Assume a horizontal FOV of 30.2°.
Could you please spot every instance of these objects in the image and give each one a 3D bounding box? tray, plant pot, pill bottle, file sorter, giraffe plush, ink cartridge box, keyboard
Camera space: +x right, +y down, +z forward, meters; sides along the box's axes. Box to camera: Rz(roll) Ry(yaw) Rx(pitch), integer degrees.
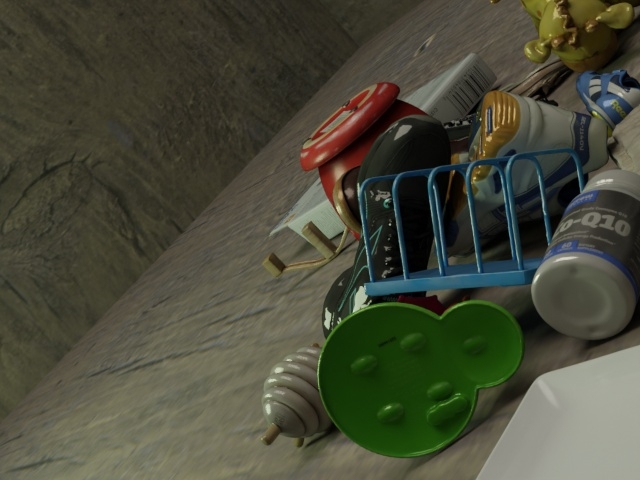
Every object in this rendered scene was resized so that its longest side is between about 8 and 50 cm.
[{"bbox_3d":[0.200,0.111,0.707,0.270,0.030,0.145,-29,17,52],"label":"tray"},{"bbox_3d":[0.084,-0.107,1.600,0.191,0.174,0.191,-38,11,9],"label":"plant pot"},{"bbox_3d":[0.218,0.007,0.918,0.078,0.078,0.137,-33,15,41],"label":"pill bottle"},{"bbox_3d":[0.132,-0.015,1.018,0.170,0.104,0.118,-7,1,44],"label":"file sorter"},{"bbox_3d":[0.328,-0.289,1.509,0.181,0.210,0.170,-49,33,33],"label":"giraffe plush"},{"bbox_3d":[0.097,-0.131,1.924,0.324,0.071,0.330,-49,10,-30],"label":"ink cartridge box"},{"bbox_3d":[0.180,-0.131,1.287,0.108,0.023,0.180,-13,5,31],"label":"keyboard"}]

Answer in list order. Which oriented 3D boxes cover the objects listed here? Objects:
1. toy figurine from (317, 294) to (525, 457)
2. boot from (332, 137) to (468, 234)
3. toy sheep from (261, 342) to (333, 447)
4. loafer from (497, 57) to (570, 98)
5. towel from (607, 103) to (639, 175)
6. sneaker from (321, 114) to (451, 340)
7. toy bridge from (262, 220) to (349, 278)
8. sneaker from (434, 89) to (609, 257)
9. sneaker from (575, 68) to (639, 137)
[{"bbox_3d":[0.097,0.084,1.000,0.173,0.130,0.159,-28,5,20],"label":"toy figurine"},{"bbox_3d":[0.147,-0.089,1.357,0.207,0.090,0.248,-30,-10,34],"label":"boot"},{"bbox_3d":[-0.017,0.154,1.172,0.091,0.091,0.132,-29,21,51],"label":"toy sheep"},{"bbox_3d":[0.290,-0.204,1.613,0.125,0.039,0.045,-29,-17,0],"label":"loafer"},{"bbox_3d":[0.374,-0.139,1.016,0.282,0.049,0.187,-40,13,15],"label":"towel"},{"bbox_3d":[0.081,0.010,1.177,0.106,0.101,0.267,-128,49,-62],"label":"sneaker"},{"bbox_3d":[0.000,0.000,1.759,0.188,0.063,0.026,-39,12,26],"label":"toy bridge"},{"bbox_3d":[0.195,-0.045,1.191,0.296,0.131,0.112,111,166,-72],"label":"sneaker"},{"bbox_3d":[0.316,-0.156,1.281,0.059,0.053,0.144,-40,19,17],"label":"sneaker"}]
